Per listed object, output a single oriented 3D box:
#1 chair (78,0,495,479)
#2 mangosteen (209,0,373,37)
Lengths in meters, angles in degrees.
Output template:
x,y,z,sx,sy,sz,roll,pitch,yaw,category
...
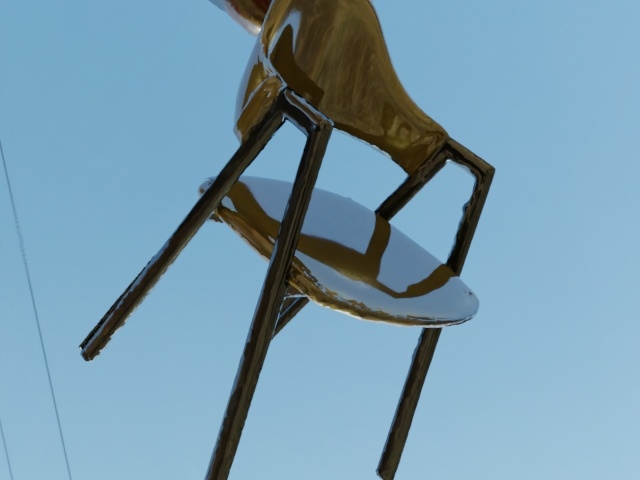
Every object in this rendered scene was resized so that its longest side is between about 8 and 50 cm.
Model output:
x,y,z,sx,sy,sz,roll,pitch,yaw,category
0.000,0.000,0.498,0.159,0.172,0.247,6,-59,-51,chair
-0.022,-0.250,0.677,0.210,0.210,0.210,0,-90,-19,mangosteen
